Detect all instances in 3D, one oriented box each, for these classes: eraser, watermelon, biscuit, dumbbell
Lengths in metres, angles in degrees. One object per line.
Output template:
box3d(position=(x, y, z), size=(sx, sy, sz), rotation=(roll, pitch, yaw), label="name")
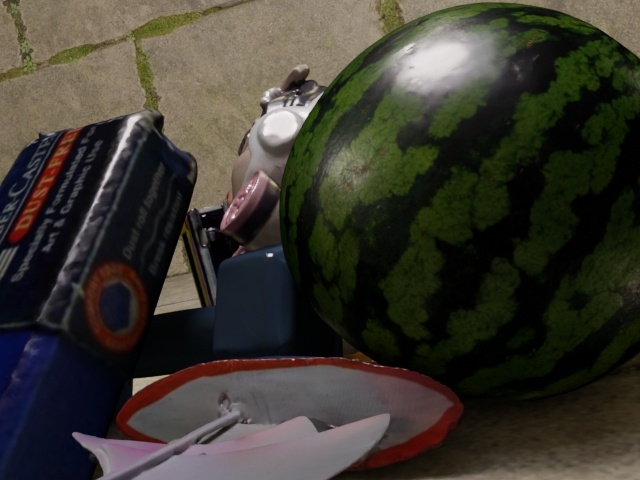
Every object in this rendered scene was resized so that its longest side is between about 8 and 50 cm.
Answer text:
box3d(position=(-0.209, 0.042, 0.494), size=(0.155, 0.101, 0.332), rotation=(-9, 48, 23), label="eraser")
box3d(position=(0.120, -0.024, 0.469), size=(0.285, 0.284, 0.285), rotation=(-13, 3, 1), label="watermelon")
box3d(position=(0.066, 0.112, 0.602), size=(0.082, 0.016, 0.092), rotation=(-9, 3, -25), label="biscuit")
box3d(position=(-0.142, 0.097, 0.593), size=(0.317, 0.156, 0.143), rotation=(-11, -26, 20), label="dumbbell")

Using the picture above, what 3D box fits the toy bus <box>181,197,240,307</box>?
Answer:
box3d(position=(0.000, 0.000, 1.100), size=(0.440, 0.209, 0.249), rotation=(-16, 2, -19), label="toy bus")

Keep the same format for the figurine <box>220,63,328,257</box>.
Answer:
box3d(position=(-0.014, -0.034, 0.806), size=(0.211, 0.253, 0.361), rotation=(13, 42, -8), label="figurine")

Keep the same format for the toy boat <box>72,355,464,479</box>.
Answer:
box3d(position=(-0.028, 0.101, 0.330), size=(0.219, 0.071, 0.318), rotation=(-5, -7, -5), label="toy boat")
